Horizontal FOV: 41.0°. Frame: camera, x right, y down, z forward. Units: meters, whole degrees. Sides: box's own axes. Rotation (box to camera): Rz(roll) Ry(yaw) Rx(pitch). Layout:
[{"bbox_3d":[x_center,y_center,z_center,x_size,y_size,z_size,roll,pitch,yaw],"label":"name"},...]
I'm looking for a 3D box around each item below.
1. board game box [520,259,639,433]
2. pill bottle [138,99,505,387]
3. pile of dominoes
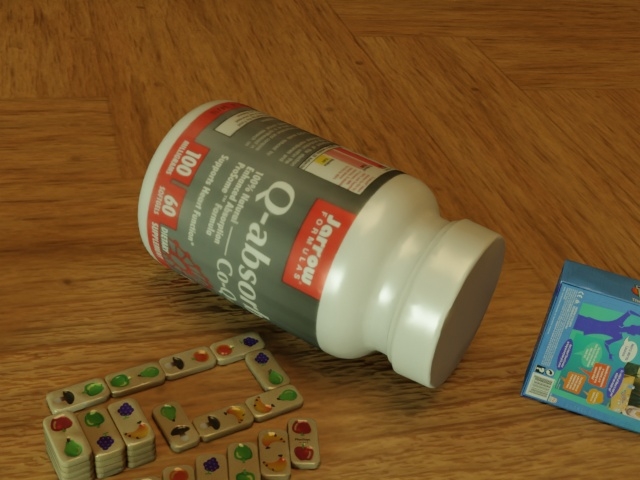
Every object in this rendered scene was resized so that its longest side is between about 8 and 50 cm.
[{"bbox_3d":[0.329,0.122,0.873,0.210,0.160,0.047,18,36,12],"label":"board game box"},{"bbox_3d":[0.000,0.000,0.932,0.363,0.210,0.210,25,38,23],"label":"pill bottle"},{"bbox_3d":[-0.127,0.169,0.815,0.251,0.040,0.196,-15,41,-29],"label":"pile of dominoes"}]
